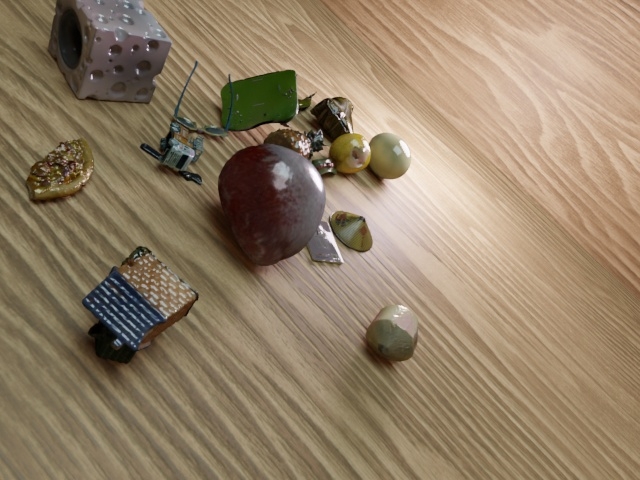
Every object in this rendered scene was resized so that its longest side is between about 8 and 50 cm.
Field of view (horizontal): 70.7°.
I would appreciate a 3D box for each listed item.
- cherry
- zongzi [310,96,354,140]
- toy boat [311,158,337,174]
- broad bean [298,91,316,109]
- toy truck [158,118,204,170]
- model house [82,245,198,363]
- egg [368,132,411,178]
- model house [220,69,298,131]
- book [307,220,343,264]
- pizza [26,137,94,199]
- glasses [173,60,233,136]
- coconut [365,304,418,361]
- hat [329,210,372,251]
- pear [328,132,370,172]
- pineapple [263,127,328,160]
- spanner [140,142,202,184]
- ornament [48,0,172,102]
[{"bbox_3d":[-0.130,-0.108,1.307,0.326,0.291,0.334,-12,79,-59],"label":"cherry"},{"bbox_3d":[0.113,-0.527,2.081,0.288,0.134,0.286,53,32,-5],"label":"zongzi"},{"bbox_3d":[0.005,-0.282,1.765,0.089,0.071,0.185,10,19,36],"label":"toy boat"},{"bbox_3d":[-0.114,-0.614,2.018,0.325,0.067,0.075,-31,105,-54],"label":"broad bean"},{"bbox_3d":[-0.418,-0.277,1.367,0.115,0.080,0.177,26,28,-30],"label":"toy truck"},{"bbox_3d":[-0.376,0.146,0.886,0.166,0.183,0.172,40,36,0],"label":"model house"},{"bbox_3d":[0.302,-0.384,2.028,0.189,0.188,0.253,10,40,-34],"label":"egg"},{"bbox_3d":[-0.207,-0.487,1.683,0.154,0.294,0.206,40,44,-72],"label":"model house"},{"bbox_3d":[0.000,0.000,1.509,0.127,0.014,0.181,7,47,-36],"label":"book"},{"bbox_3d":[-0.629,-0.178,1.108,0.127,0.058,0.246,33,35,-9],"label":"pizza"},{"bbox_3d":[-0.389,-0.472,1.530,0.190,0.220,0.088,9,7,-33],"label":"glasses"},{"bbox_3d":[0.209,0.272,1.304,0.147,0.147,0.153,42,34,3],"label":"coconut"},{"bbox_3d":[0.133,-0.058,1.631,0.193,0.082,0.193,24,38,-20],"label":"hat"},{"bbox_3d":[0.118,-0.359,1.869,0.178,0.178,0.178,24,39,-21],"label":"pear"},{"bbox_3d":[-0.084,-0.354,1.710,0.169,0.169,0.340,43,29,4],"label":"pineapple"},{"bbox_3d":[-0.448,-0.231,1.362,0.209,0.012,0.046,33,36,-8],"label":"spanner"},{"bbox_3d":[-0.646,-0.596,1.379,0.240,0.239,0.239,-14,62,-49],"label":"ornament"}]
